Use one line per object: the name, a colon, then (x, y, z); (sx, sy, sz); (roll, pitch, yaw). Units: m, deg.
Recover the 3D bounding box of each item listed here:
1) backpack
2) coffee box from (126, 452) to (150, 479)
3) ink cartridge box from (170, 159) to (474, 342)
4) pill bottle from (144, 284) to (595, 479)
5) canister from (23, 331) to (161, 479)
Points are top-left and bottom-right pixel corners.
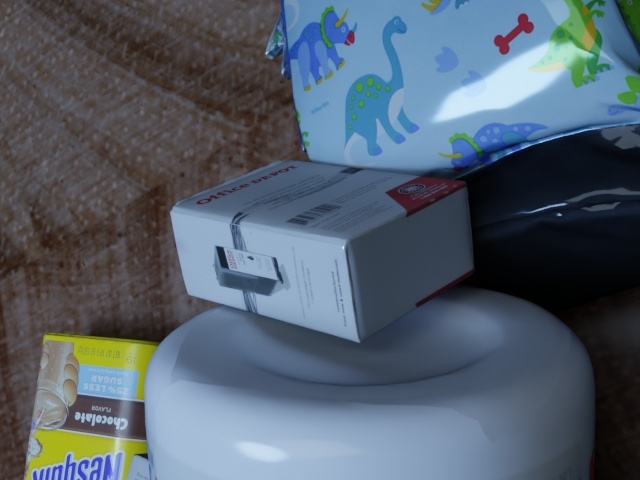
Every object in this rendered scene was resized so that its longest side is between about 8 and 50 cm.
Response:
backpack: (0.107, -0.153, 0.664); (0.290, 0.273, 0.355); (-17, 61, 41)
coffee box: (-0.087, 0.278, 0.735); (0.098, 0.141, 0.246); (14, 88, 28)
ink cartridge box: (0.000, 0.000, 0.581); (0.135, 0.099, 0.056); (11, 118, 44)
pill bottle: (0.031, 0.243, 0.587); (0.229, 0.229, 0.407); (5, 105, 28)
canister: (-0.174, 0.162, 0.837); (0.126, 0.073, 0.169); (2, 81, 28)
